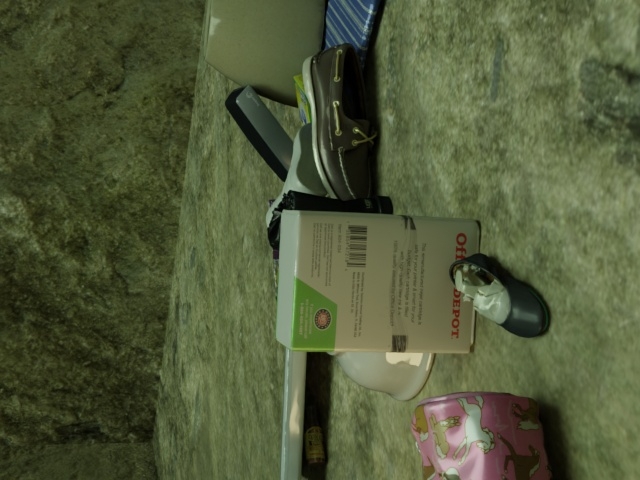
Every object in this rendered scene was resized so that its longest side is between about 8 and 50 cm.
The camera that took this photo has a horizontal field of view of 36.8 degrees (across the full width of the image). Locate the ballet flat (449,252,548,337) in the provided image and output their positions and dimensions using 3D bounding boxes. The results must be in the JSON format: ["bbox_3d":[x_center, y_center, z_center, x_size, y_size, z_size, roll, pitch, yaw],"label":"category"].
[{"bbox_3d":[0.226,0.073,1.283,0.203,0.074,0.074,-127,42,-63],"label":"ballet flat"}]

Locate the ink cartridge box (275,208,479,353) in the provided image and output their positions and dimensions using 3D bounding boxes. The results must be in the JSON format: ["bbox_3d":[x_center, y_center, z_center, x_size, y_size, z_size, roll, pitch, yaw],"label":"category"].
[{"bbox_3d":[0.081,0.059,1.408,0.115,0.273,0.198,-171,85,-75],"label":"ink cartridge box"}]

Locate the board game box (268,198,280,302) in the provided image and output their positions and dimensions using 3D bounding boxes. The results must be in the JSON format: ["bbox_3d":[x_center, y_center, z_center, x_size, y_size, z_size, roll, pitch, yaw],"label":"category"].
[{"bbox_3d":[-0.081,0.052,2.116,0.347,0.056,0.208,94,167,-77],"label":"board game box"}]

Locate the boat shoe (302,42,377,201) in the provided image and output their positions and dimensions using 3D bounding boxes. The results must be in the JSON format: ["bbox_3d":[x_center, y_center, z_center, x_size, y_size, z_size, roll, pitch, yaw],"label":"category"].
[{"bbox_3d":[0.049,-0.214,1.816,0.097,0.117,0.324,-20,73,36],"label":"boat shoe"}]

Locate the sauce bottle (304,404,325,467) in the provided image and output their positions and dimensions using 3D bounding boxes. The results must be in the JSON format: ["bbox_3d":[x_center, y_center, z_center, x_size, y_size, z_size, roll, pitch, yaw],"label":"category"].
[{"bbox_3d":[-0.015,0.413,2.035,0.042,0.042,0.128,121,146,-56],"label":"sauce bottle"}]

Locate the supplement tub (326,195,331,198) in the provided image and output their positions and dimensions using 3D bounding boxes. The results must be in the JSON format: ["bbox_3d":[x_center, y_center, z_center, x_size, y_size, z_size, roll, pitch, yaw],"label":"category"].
[{"bbox_3d":[0.022,-0.044,1.938,0.107,0.071,0.071,128,141,-61],"label":"supplement tub"}]

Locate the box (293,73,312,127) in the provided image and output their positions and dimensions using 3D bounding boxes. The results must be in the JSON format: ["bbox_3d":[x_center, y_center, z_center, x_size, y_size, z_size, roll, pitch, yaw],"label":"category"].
[{"bbox_3d":[-0.018,-0.277,2.052,0.105,0.043,0.179,-118,18,-56],"label":"box"}]

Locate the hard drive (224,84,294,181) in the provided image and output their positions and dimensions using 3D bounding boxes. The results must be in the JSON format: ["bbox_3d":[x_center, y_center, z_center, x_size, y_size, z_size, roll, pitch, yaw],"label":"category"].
[{"bbox_3d":[-0.119,-0.235,2.194,0.254,0.054,0.172,53,169,-15],"label":"hard drive"}]

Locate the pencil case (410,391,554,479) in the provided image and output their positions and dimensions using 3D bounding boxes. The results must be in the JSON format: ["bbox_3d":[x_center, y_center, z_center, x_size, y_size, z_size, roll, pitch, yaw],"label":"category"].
[{"bbox_3d":[0.206,0.378,1.160,0.167,0.160,0.385,115,153,-67],"label":"pencil case"}]

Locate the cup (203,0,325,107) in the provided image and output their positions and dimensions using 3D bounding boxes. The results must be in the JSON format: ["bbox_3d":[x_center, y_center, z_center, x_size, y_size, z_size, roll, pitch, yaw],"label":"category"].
[{"bbox_3d":[-0.137,-0.474,2.166,0.331,0.237,0.330,-176,90,-78],"label":"cup"}]

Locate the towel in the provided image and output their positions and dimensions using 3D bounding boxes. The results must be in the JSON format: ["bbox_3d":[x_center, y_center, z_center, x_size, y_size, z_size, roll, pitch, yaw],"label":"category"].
[{"bbox_3d":[0.054,-0.397,1.961,0.243,0.040,0.335,-114,30,-52],"label":"towel"}]

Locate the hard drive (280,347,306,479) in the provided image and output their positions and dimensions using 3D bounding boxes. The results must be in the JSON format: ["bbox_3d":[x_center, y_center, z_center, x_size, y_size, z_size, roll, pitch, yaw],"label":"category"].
[{"bbox_3d":[-0.059,0.356,2.091,0.233,0.047,0.352,-160,73,-88],"label":"hard drive"}]

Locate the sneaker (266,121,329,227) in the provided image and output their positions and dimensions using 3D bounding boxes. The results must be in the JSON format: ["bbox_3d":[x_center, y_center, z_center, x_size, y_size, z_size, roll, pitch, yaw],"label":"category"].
[{"bbox_3d":[-0.041,-0.114,1.927,0.169,0.108,0.292,-57,7,32],"label":"sneaker"}]

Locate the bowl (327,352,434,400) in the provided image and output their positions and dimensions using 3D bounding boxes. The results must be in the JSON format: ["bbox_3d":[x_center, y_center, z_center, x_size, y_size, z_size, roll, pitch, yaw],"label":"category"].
[{"bbox_3d":[0.080,0.125,1.631,0.298,0.134,0.297,-178,90,-72],"label":"bowl"}]

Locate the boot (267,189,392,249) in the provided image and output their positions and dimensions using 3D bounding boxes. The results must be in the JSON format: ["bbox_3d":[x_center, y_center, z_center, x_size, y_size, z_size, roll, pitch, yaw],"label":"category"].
[{"bbox_3d":[0.000,0.000,1.776,0.246,0.207,0.094,112,154,-48],"label":"boot"}]
